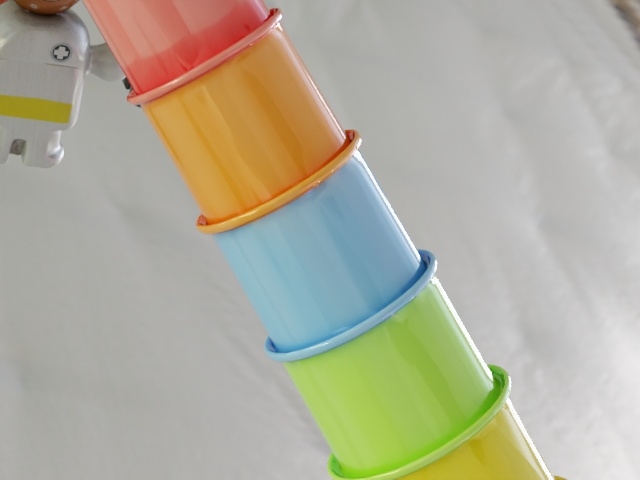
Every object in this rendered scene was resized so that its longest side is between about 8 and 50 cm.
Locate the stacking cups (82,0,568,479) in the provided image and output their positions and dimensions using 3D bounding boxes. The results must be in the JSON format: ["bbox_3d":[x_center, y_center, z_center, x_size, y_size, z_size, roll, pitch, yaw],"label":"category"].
[{"bbox_3d":[0.000,0.000,0.777,0.316,0.096,0.096,61,-156,-10],"label":"stacking cups"}]

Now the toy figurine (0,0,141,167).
[{"bbox_3d":[-0.171,-0.156,1.025,0.213,0.148,0.209,27,-150,21],"label":"toy figurine"}]
